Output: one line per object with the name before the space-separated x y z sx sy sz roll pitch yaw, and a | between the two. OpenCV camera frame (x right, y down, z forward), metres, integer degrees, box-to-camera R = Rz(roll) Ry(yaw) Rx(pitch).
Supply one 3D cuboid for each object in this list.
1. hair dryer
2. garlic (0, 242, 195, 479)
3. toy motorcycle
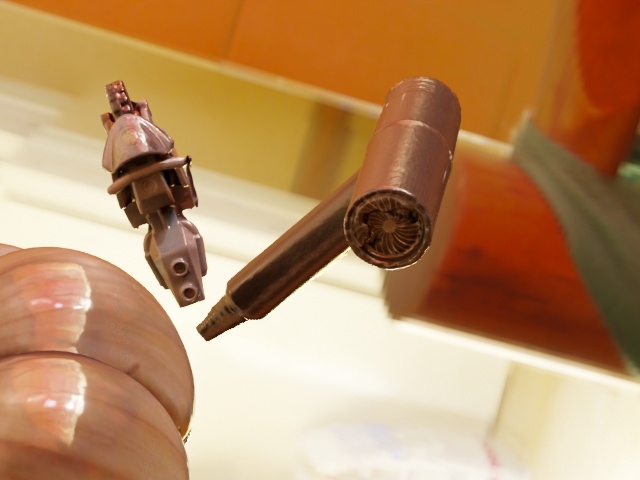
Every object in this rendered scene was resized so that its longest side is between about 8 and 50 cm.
hair dryer | -0.006 0.009 1.031 0.195 0.050 0.173 -43 9 21
garlic | -0.138 0.079 0.981 0.214 0.191 0.160 -2 68 45
toy motorcycle | -0.144 -0.039 1.740 0.122 0.080 0.215 -114 5 -73
